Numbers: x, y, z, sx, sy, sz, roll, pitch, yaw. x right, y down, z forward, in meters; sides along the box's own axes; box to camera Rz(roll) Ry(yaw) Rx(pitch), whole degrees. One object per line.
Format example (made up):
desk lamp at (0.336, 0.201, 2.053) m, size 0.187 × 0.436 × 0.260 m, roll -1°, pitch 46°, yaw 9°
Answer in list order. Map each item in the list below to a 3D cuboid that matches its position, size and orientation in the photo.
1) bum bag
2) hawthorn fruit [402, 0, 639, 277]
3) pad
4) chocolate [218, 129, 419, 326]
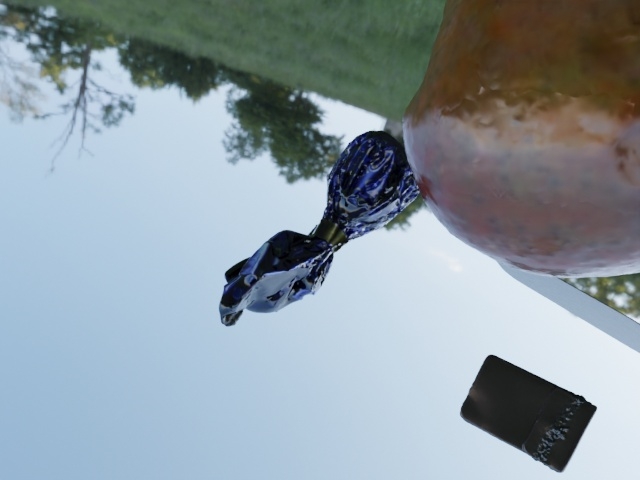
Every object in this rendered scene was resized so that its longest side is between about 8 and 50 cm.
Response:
bum bag at (0.283, 0.236, 0.825) m, size 0.159 × 0.109 × 0.026 m, roll 25°, pitch -178°, yaw 15°
hawthorn fruit at (0.225, -0.094, 0.456) m, size 0.276 × 0.277 × 0.298 m, roll -2°, pitch -161°, yaw -35°
pad at (0.340, 0.079, 0.822) m, size 0.266 × 0.002 × 0.176 m, roll 36°, pitch 179°, yaw 41°
chocolate at (-0.005, 0.001, 0.823) m, size 0.126 × 0.148 × 0.343 m, roll 42°, pitch -111°, yaw 3°
